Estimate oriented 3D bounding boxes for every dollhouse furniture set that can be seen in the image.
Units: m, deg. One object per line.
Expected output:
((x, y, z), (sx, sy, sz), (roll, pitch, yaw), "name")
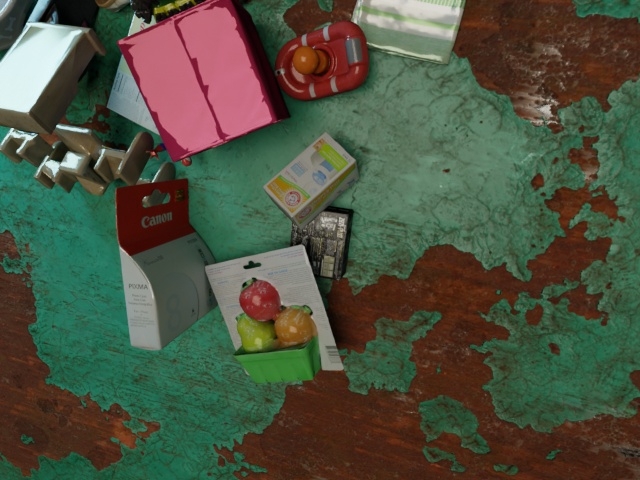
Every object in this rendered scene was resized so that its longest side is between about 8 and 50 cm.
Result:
((-0.607, -0.300, 1.094), (0.363, 0.394, 0.256), (12, 68, 12), "dollhouse furniture set")

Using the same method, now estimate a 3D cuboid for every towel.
((0.210, -0.587, 0.951), (0.248, 0.038, 0.324), (15, 106, 9), "towel")

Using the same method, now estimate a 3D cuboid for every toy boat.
((-0.012, -0.408, 0.976), (0.231, 0.151, 0.150), (-3, 102, 33), "toy boat")

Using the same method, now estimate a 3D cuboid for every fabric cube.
((-0.243, -0.355, 0.974), (0.259, 0.254, 0.258), (-19, 107, 9), "fabric cube")

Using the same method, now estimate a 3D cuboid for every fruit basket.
((-0.125, 0.201, 1.158), (0.327, 0.165, 0.352), (-14, 96, 26), "fruit basket")

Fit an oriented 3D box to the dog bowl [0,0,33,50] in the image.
((-0.924, -0.685, 1.108), (0.349, 0.102, 0.348), (-1, 98, -9), "dog bowl")

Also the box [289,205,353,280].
((0.000, 0.000, 1.124), (0.148, 0.077, 0.180), (9, 105, 13), "box")

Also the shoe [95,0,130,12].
((-0.484, -0.671, 1.098), (0.219, 0.058, 0.076), (-31, 75, 15), "shoe")

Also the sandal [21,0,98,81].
((-0.670, -0.524, 1.114), (0.107, 0.167, 0.445), (34, 108, 8), "sandal")

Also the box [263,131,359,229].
((-0.019, -0.140, 1.032), (0.203, 0.103, 0.114), (-41, 72, -3), "box")

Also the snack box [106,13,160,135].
((-0.427, -0.459, 1.127), (0.187, 0.060, 0.321), (29, 108, 3), "snack box")

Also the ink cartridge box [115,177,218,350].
((-0.379, 0.042, 1.108), (0.091, 0.308, 0.384), (3, 103, 13), "ink cartridge box")

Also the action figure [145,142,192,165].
((-0.398, -0.312, 1.062), (0.092, 0.139, 0.280), (-17, 109, 10), "action figure")

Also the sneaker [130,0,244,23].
((-0.286, -0.637, 0.995), (0.344, 0.134, 0.146), (-16, 74, -2), "sneaker")
